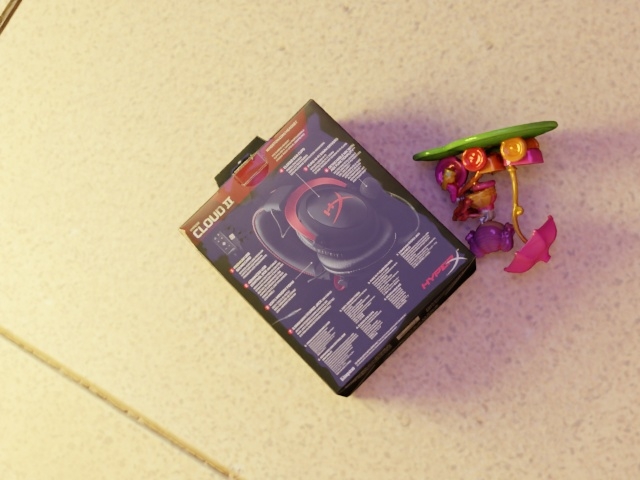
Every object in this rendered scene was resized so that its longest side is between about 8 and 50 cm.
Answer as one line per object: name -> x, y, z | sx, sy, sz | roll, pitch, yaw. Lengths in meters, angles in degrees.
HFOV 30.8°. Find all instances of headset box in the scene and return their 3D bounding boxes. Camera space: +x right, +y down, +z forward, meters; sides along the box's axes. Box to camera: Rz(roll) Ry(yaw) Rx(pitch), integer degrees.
headset box -> 0.000, 0.000, 1.327 | 0.218, 0.110, 0.293 | -45, 78, -2

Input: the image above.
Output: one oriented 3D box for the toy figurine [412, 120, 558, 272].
toy figurine -> 0.199, -0.039, 1.316 | 0.173, 0.130, 0.159 | -12, 88, 28
